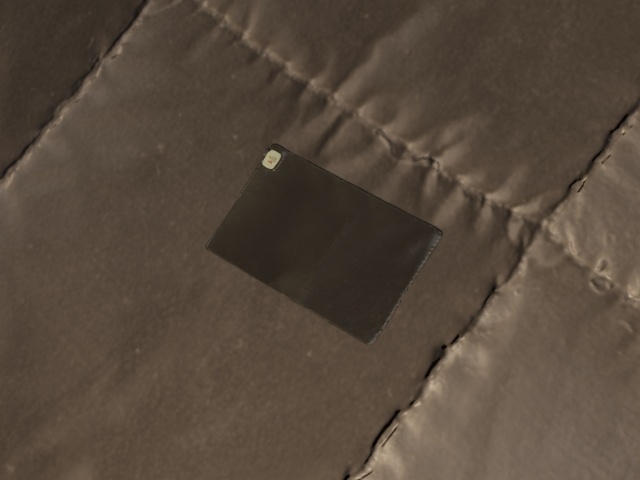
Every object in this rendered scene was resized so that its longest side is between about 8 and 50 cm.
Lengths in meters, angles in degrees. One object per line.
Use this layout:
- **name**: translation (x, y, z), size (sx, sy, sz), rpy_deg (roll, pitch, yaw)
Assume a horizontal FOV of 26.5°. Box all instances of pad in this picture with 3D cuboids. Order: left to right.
- **pad**: translation (0.000, 0.000, 1.173), size (0.193, 0.004, 0.116), rpy_deg (30, 82, 28)
